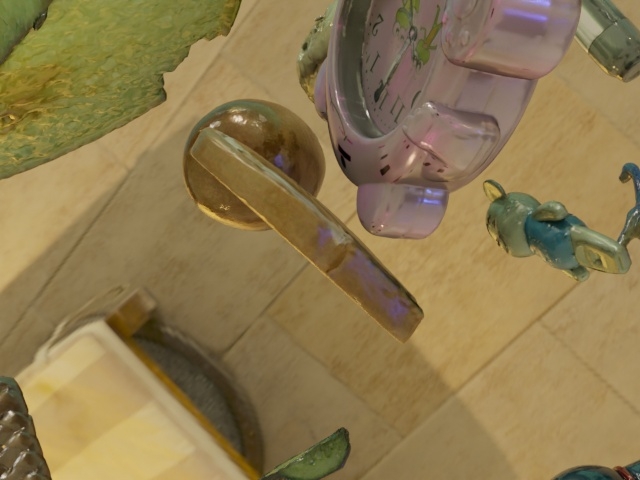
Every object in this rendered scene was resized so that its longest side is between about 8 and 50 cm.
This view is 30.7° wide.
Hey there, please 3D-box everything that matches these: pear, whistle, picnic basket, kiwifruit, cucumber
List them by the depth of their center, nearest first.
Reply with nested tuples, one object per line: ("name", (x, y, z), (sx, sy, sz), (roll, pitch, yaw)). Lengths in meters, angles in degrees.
("pear", (-0.190, -0.187, 0.668), (0.292, 0.159, 0.292), (18, 121, 32))
("picnic basket", (-0.226, 0.198, 0.825), (0.110, 0.055, 0.193), (-54, 54, 44))
("whistle", (0.270, -0.003, 1.374), (0.235, 0.077, 0.114), (28, 147, 56))
("cucumber", (-0.051, 0.293, 1.402), (0.220, 0.070, 0.046), (-38, 75, 32))
("kiwifruit", (-0.091, -0.108, 1.694), (0.196, 0.234, 0.196), (-2, 85, 26))

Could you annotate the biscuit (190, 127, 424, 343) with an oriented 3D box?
("biscuit", (0.001, -0.002, 1.280), (0.287, 0.344, 0.057), (41, 89, 24))

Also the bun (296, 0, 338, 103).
("bun", (0.085, -0.226, 1.389), (0.220, 0.134, 0.220), (7, 154, 3))

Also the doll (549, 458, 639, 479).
("doll", (0.222, 0.201, 0.865), (0.152, 0.114, 0.085), (-21, 110, -9))

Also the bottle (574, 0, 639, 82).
("bottle", (0.399, -0.344, 1.763), (0.079, 0.096, 0.254), (-37, 69, 2))

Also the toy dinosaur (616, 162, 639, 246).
("toy dinosaur", (0.489, -0.052, 1.630), (0.075, 0.188, 0.247), (25, 159, -20))

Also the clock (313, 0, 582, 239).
("clock", (0.098, -0.184, 1.101), (0.113, 0.295, 0.322), (5, 134, -26))
